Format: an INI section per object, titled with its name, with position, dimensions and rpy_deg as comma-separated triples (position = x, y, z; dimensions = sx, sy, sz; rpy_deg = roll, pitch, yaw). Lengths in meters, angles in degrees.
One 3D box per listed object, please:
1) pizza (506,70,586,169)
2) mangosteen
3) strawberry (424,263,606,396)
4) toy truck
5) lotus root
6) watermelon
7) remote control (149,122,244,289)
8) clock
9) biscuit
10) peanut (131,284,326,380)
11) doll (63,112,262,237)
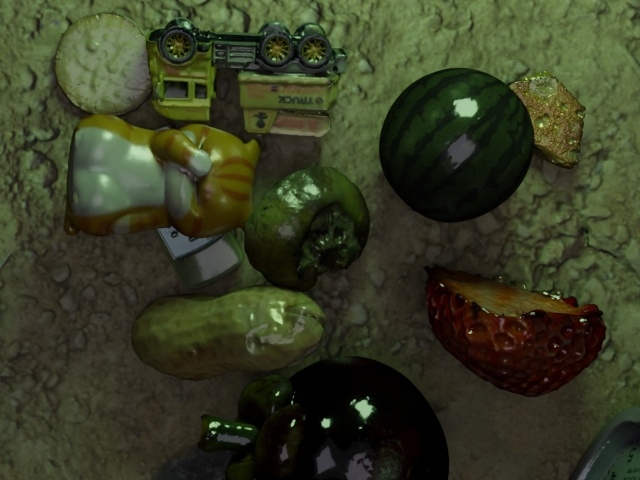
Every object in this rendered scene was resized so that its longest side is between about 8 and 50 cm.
[pizza]
position = 0.317, -0.175, 1.751
dimensions = 0.160, 0.036, 0.099
rpy_deg = 43, 95, -6
[mangosteen]
position = 0.025, 0.293, 1.664
dimensions = 0.297, 0.313, 0.297
rpy_deg = -12, 59, 21
[strawberry]
position = 0.266, 0.139, 1.677
dimensions = 0.253, 0.280, 0.150
rpy_deg = 12, 99, -12
[toy truck]
position = -0.102, -0.220, 1.696
dimensions = 0.272, 0.124, 0.157
rpy_deg = 2, 107, -5
[lotus root]
position = -0.002, -0.002, 1.692
dimensions = 0.183, 0.078, 0.203
rpy_deg = -53, 137, 2
[watermelon]
position = 0.184, -0.130, 1.668
dimensions = 0.212, 0.212, 0.212
rpy_deg = 0, 97, -1
[remote control]
position = -0.200, -0.047, 1.754
dimensions = 0.098, 0.038, 0.233
rpy_deg = -28, 96, 1
[clock]
position = 0.429, 0.386, 1.678
dimensions = 0.102, 0.338, 0.338
rpy_deg = 29, 95, -7
[biscuit]
position = -0.302, -0.246, 1.736
dimensions = 0.152, 0.020, 0.152
rpy_deg = 0, 96, -2
[peanut]
position = -0.127, 0.129, 1.709
dimensions = 0.290, 0.130, 0.130
rpy_deg = -7, 98, 26
[doll]
position = -0.217, -0.080, 1.650
dimensions = 0.269, 0.162, 0.167
rpy_deg = 4, 92, 0
